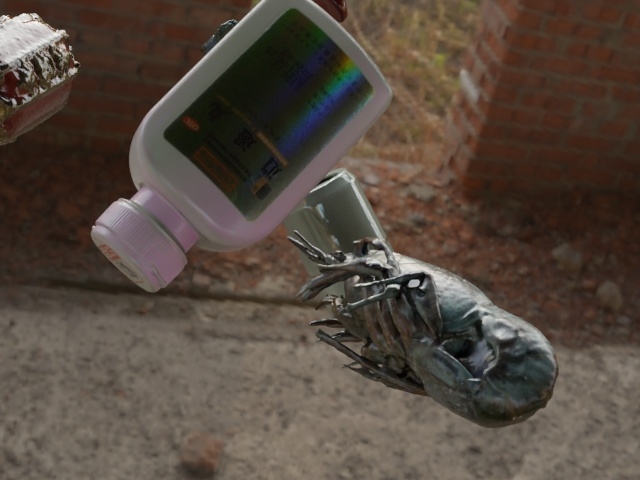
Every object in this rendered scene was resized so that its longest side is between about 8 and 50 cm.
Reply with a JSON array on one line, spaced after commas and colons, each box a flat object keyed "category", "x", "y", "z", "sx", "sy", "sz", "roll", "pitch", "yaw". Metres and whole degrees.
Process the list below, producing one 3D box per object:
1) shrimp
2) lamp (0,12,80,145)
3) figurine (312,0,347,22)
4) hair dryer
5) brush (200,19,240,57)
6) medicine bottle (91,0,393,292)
[{"category": "shrimp", "x": 0.068, "y": 0.066, "z": 1.161, "sx": 0.372, "sy": 0.172, "sz": 0.137, "roll": 21, "pitch": 66, "yaw": 35}, {"category": "lamp", "x": -0.481, "y": -0.242, "z": 1.771, "sx": 0.177, "sy": 0.177, "sz": 0.274, "roll": 22, "pitch": 29, "yaw": 10}, {"category": "figurine", "x": 0.016, "y": -0.248, "z": 1.035, "sx": 0.067, "sy": 0.083, "sz": 0.071, "roll": 35, "pitch": 73, "yaw": 16}, {"category": "hair dryer", "x": 0.000, "y": 0.000, "z": 1.537, "sx": 0.107, "sy": 0.173, "sz": 0.357, "roll": -27, "pitch": 9, "yaw": -10}, {"category": "brush", "x": -0.152, "y": -0.236, "z": 1.607, "sx": 0.070, "sy": 0.196, "sz": 0.021, "roll": 27, "pitch": 49, "yaw": -27}, {"category": "medicine bottle", "x": -0.059, "y": -0.062, "z": 0.797, "sx": 0.115, "sy": 0.078, "sz": 0.219, "roll": 45, "pitch": 74, "yaw": -8}]
